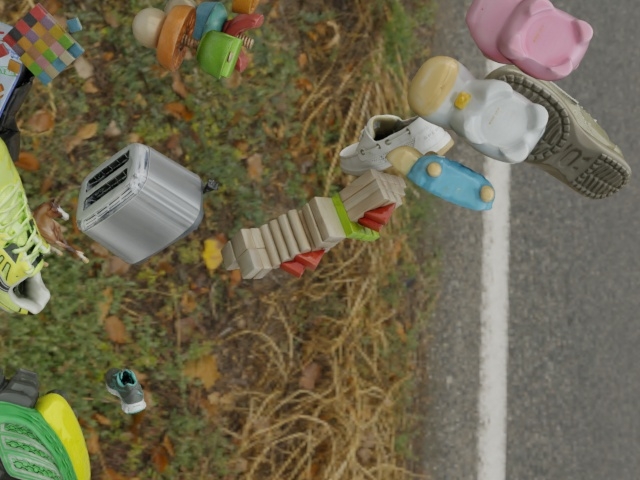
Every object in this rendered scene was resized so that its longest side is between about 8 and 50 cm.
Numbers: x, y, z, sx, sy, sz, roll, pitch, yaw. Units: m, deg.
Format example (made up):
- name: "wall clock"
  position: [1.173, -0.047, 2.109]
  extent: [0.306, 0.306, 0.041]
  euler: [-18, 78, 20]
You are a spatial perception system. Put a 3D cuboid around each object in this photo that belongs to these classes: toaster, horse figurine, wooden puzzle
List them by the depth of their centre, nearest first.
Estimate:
- name: "wooden puzzle"
  position: [-0.225, -0.157, 0.643]
  extent: [0.049, 0.083, 0.006]
  euler: [48, 29, -20]
- name: "toaster"
  position: [-0.297, -0.064, 1.320]
  extent: [0.146, 0.227, 0.129]
  euler: [35, 38, -40]
- name: "horse figurine"
  position: [-0.655, -0.011, 1.874]
  extent: [0.174, 0.263, 0.066]
  euler: [51, 51, -35]

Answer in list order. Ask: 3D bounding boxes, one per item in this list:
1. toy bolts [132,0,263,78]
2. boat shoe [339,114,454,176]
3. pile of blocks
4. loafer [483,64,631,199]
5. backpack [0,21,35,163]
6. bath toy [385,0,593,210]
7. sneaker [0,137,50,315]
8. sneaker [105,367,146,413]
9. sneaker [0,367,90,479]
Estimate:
- name: "toy bolts"
  position: [-0.182, -0.367, 1.256]
  extent: [0.228, 0.159, 0.218]
  euler: [-73, -175, -80]
- name: "boat shoe"
  position: [0.118, -0.183, 1.425]
  extent: [0.098, 0.277, 0.096]
  euler: [-45, 112, -29]
- name: "pile of blocks"
  position: [0.000, 0.000, 1.456]
  extent: [0.149, 0.362, 0.112]
  euler: [44, 24, -66]
- name: "loafer"
  position: [0.311, -0.152, 1.082]
  extent: [0.268, 0.102, 0.092]
  euler: [34, 32, -26]
- name: "backpack"
  position: [-0.591, -0.250, 1.355]
  extent: [0.213, 0.263, 0.276]
  euler: [15, 110, -26]
- name: "bath toy"
  position: [0.208, -0.203, 0.854]
  extent: [0.348, 0.151, 0.129]
  euler: [-57, 180, 10]
- name: "sneaker"
  position: [-0.493, -0.026, 1.244]
  extent: [0.384, 0.147, 0.145]
  euler: [106, 9, -51]
- name: "sneaker"
  position: [-0.431, 0.311, 1.760]
  extent: [0.065, 0.166, 0.076]
  euler: [-15, 116, -32]
- name: "sneaker"
  position: [-0.207, 0.263, 0.569]
  extent: [0.146, 0.134, 0.343]
  euler: [-104, -179, -56]
